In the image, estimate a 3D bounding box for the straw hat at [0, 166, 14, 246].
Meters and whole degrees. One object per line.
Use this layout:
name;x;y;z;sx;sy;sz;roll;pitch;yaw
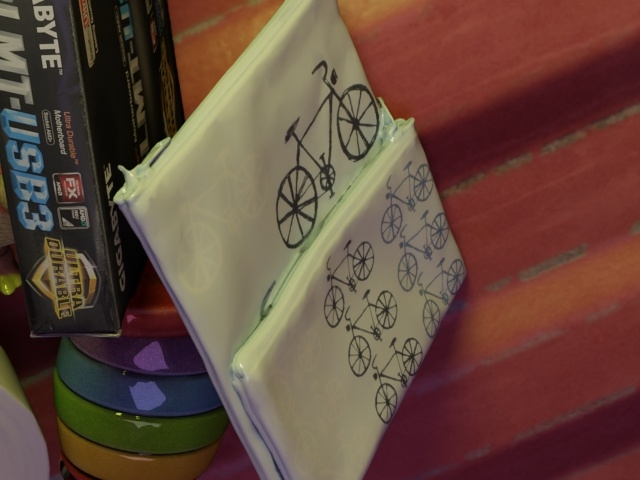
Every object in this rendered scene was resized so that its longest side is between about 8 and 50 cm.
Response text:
straw hat;-0.217;-0.045;1.180;0.144;0.061;0.144;-30;136;-35

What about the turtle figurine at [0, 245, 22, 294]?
turtle figurine;-0.316;-0.047;1.202;0.269;0.087;0.217;-23;130;-30

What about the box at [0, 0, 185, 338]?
box;-0.160;-0.131;1.061;0.073;0.293;0.295;-3;118;4

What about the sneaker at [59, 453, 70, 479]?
sneaker;-0.176;0.254;1.393;0.063;0.075;0.170;-31;116;11

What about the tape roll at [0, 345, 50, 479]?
tape roll;-0.366;0.185;1.216;0.286;0.100;0.286;-15;127;-20

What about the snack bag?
snack bag;0.000;0.000;1.151;0.037;0.323;0.342;-1;128;33

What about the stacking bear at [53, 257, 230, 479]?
stacking bear;-0.156;0.151;1.272;0.164;0.175;0.289;-3;114;-33
